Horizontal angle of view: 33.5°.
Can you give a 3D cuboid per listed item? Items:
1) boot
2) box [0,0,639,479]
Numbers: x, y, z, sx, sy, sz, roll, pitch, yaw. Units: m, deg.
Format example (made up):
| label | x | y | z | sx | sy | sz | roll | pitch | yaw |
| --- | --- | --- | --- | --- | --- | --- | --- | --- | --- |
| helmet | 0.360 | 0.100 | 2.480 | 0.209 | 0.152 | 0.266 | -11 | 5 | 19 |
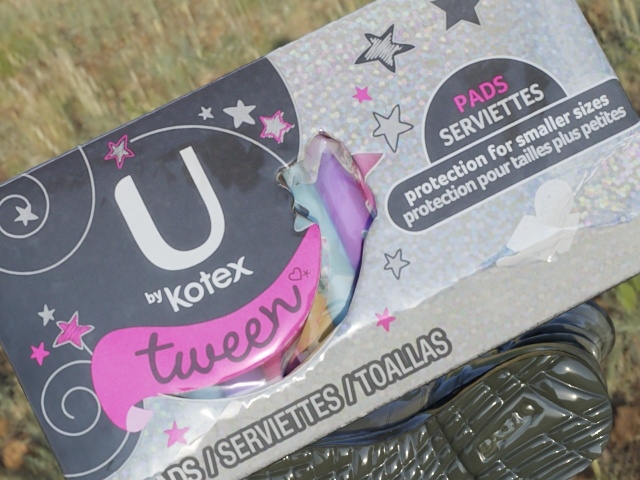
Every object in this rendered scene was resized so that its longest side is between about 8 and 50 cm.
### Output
| label | x | y | z | sx | sy | sz | roll | pitch | yaw |
| --- | --- | --- | --- | --- | --- | --- | --- | --- | --- |
| boot | 0.055 | 0.116 | 0.601 | 0.246 | 0.083 | 0.161 | -26 | 0 | 15 |
| box | 0.000 | 0.000 | 0.456 | 0.247 | 0.142 | 0.163 | -28 | -5 | -3 |
